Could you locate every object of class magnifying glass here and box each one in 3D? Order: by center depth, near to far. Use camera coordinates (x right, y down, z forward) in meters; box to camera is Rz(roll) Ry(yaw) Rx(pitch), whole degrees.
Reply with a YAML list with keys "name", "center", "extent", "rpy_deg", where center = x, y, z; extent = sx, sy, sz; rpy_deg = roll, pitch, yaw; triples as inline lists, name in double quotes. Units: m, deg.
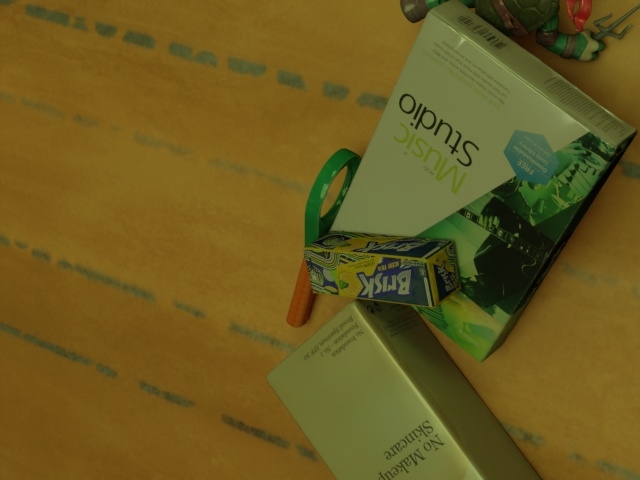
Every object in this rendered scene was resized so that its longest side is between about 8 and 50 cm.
- name: "magnifying glass"
  center: [0.000, 0.000, 1.438]
  extent: [0.026, 0.092, 0.231]
  rpy_deg: [29, 121, 19]

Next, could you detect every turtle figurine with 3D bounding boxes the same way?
- name: "turtle figurine"
  center: [0.202, -0.252, 1.266]
  extent: [0.234, 0.118, 0.175]
  rpy_deg: [-19, 88, 36]

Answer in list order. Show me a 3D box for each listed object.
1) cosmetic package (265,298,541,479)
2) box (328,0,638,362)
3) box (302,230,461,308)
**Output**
- name: "cosmetic package"
  center: [0.100, 0.223, 1.393]
  extent: [0.160, 0.113, 0.309]
  rpy_deg: [-44, 75, 27]
- name: "box"
  center: [0.153, -0.054, 1.297]
  extent: [0.232, 0.058, 0.322]
  rpy_deg: [40, 134, 18]
- name: "box"
  center: [0.065, 0.029, 1.343]
  extent: [0.169, 0.054, 0.059]
  rpy_deg: [5, 115, 40]
